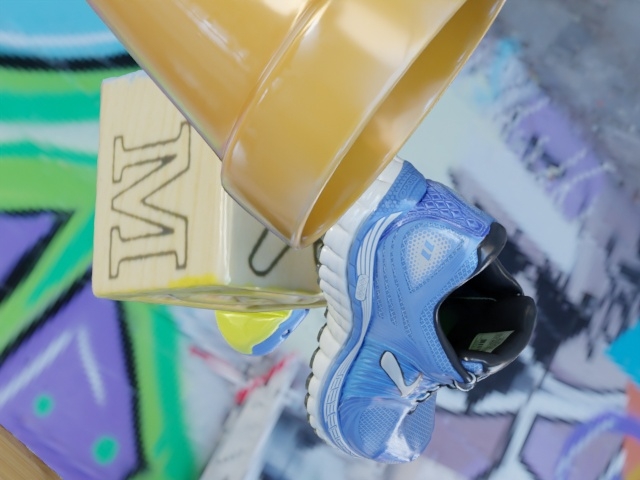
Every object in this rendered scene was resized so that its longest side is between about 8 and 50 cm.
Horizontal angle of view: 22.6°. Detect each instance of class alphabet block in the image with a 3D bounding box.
[{"bbox_3d":[-0.071,-0.043,1.405,0.192,0.197,0.193,9,170,-40],"label":"alphabet block"}]

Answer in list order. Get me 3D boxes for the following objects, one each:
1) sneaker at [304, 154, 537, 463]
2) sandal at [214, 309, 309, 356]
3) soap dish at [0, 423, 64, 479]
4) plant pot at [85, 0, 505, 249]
[{"bbox_3d":[0.078,0.082,1.217,0.147,0.130,0.330,25,147,18],"label":"sneaker"},{"bbox_3d":[0.000,0.000,1.800,0.126,0.317,0.138,23,162,36],"label":"sandal"},{"bbox_3d":[-0.174,0.234,0.784,0.291,0.229,0.118,49,175,-32],"label":"soap dish"},{"bbox_3d":[-0.023,-0.132,0.883,0.188,0.205,0.205,38,157,7],"label":"plant pot"}]
